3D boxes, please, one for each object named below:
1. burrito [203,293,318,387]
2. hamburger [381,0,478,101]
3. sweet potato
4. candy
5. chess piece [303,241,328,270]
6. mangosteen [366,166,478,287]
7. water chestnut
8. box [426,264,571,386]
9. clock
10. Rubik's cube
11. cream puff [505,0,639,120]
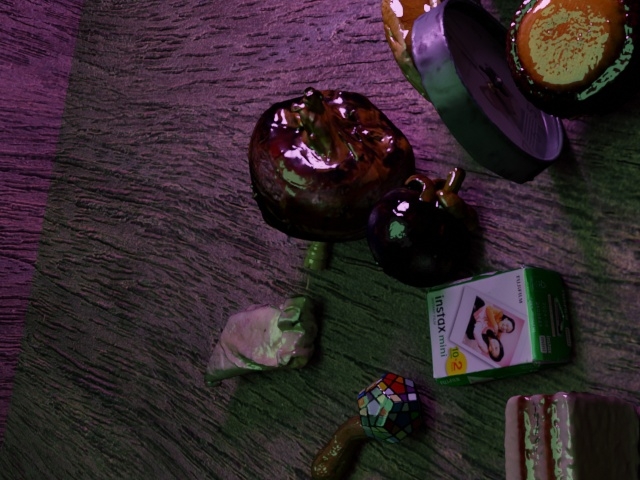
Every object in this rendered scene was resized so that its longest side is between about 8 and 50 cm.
[{"bbox_3d":[-0.130,0.219,2.120,0.348,0.107,0.175,-21,52,45],"label":"burrito"},{"bbox_3d":[0.210,-0.372,1.730,0.132,0.211,0.308,-30,59,39],"label":"hamburger"},{"bbox_3d":[0.056,0.406,1.889,0.233,0.062,0.081,-50,64,28],"label":"sweet potato"},{"bbox_3d":[0.373,0.386,1.404,0.135,0.179,0.320,-14,73,48],"label":"candy"},{"bbox_3d":[0.000,0.000,2.035,0.066,0.066,0.122,33,114,49],"label":"chess piece"},{"bbox_3d":[0.193,-0.027,1.711,0.230,0.194,0.194,-48,47,10],"label":"mangosteen"},{"bbox_3d":[0.013,-0.166,1.844,0.347,0.335,0.335,90,157,-48],"label":"water chestnut"},{"bbox_3d":[0.295,0.147,1.608,0.250,0.103,0.180,-20,67,47],"label":"box"},{"bbox_3d":[0.274,-0.244,1.539,0.067,0.325,0.325,-33,58,34],"label":"clock"},{"bbox_3d":[0.128,0.311,1.764,0.112,0.133,0.133,30,107,62],"label":"Rubik's cube"},{"bbox_3d":[0.412,-0.302,1.485,0.239,0.165,0.239,-4,83,33],"label":"cream puff"}]
